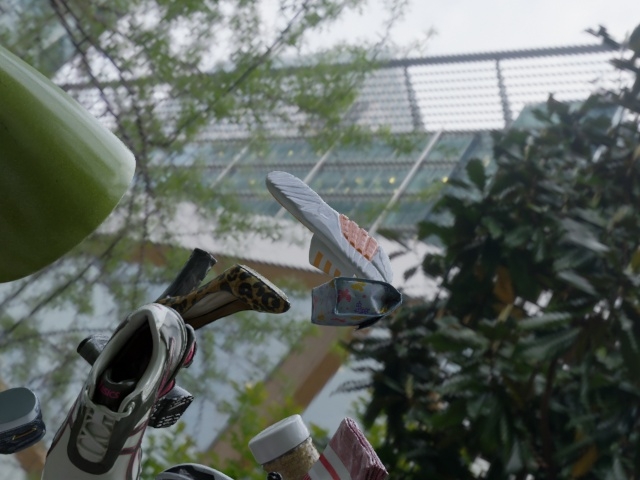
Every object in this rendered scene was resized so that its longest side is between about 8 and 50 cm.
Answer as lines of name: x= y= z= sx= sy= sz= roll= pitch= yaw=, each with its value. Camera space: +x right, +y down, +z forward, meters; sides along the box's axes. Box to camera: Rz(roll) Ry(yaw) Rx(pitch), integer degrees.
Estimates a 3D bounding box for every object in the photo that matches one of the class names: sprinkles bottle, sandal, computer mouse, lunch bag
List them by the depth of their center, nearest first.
lunch bag: x=0.040 y=0.070 z=1.192 sx=0.083 sy=0.053 sz=0.071 roll=4 pitch=-14 yaw=-23
computer mouse: x=-0.140 y=0.347 z=1.550 sx=0.193 sy=0.042 sz=0.106 roll=10 pitch=-42 yaw=12
sandal: x=0.004 y=-0.004 z=1.757 sx=0.265 sy=0.102 sz=0.076 roll=43 pitch=-58 yaw=9
sprinkles bottle: x=-0.009 y=0.526 z=2.171 sx=0.121 sy=0.121 sz=0.355 roll=-31 pitch=-92 yaw=46

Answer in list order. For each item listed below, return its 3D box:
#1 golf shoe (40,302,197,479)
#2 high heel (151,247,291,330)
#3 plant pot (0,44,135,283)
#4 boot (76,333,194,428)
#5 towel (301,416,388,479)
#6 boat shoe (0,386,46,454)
golf shoe: x=-0.226 y=0.186 z=1.131 sx=0.105 sy=0.273 sz=0.120 roll=21 pitch=-12 yaw=10
high heel: x=-0.165 y=0.124 z=1.698 sx=0.261 sy=0.186 sz=0.093 roll=19 pitch=-19 yaw=46
plant pot: x=-0.443 y=-0.141 z=1.463 sx=0.274 sy=0.275 sz=0.293 roll=-6 pitch=-48 yaw=37
boot: x=-0.296 y=0.199 z=1.561 sx=0.161 sy=0.246 sz=0.083 roll=39 pitch=-85 yaw=19
towel: x=-0.018 y=0.484 z=1.939 sx=0.037 sy=0.329 sz=0.237 roll=36 pitch=2 yaw=-17
boat shoe: x=-0.437 y=0.242 z=1.369 sx=0.183 sy=0.065 sz=0.083 roll=-11 pitch=-39 yaw=-9
